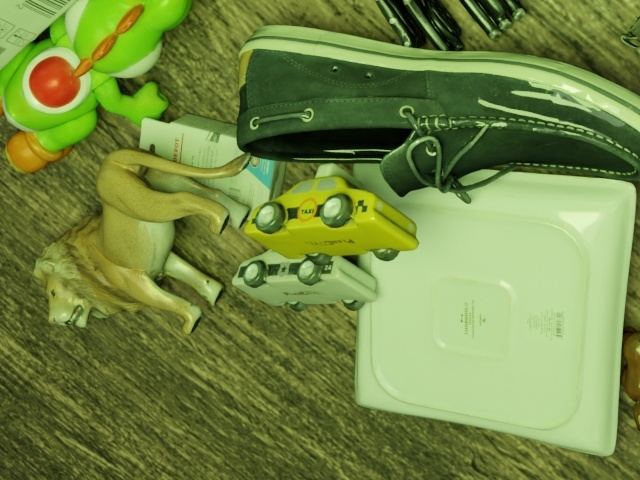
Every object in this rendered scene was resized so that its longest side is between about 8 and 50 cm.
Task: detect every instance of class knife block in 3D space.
[{"bbox_3d":[0.112,-0.343,1.080,0.242,0.088,0.275,9,111,14],"label":"knife block"}]

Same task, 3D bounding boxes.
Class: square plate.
[{"bbox_3d":[0.190,0.083,1.198,0.344,0.049,0.347,8,111,26],"label":"square plate"}]

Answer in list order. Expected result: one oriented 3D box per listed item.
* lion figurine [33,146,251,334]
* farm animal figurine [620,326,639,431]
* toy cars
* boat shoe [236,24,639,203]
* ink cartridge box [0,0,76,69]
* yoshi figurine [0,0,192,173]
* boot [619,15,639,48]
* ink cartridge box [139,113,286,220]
[{"bbox_3d":[-0.230,-0.016,1.242,0.240,0.142,0.392,29,132,4],"label":"lion figurine"},{"bbox_3d":[0.503,0.151,1.082,0.330,0.172,0.327,22,114,9],"label":"farm animal figurine"},{"bbox_3d":[0.000,0.000,1.148,0.176,0.393,0.087,15,70,-4],"label":"toy cars"},{"bbox_3d":[0.128,-0.119,1.085,0.500,0.187,0.156,12,79,19],"label":"boat shoe"},{"bbox_3d":[-0.396,-0.399,1.175,0.308,0.091,0.385,-34,59,25],"label":"ink cartridge box"},{"bbox_3d":[-0.274,-0.243,1.223,0.362,0.203,0.203,-29,64,37],"label":"yoshi figurine"},{"bbox_3d":[0.471,-0.235,1.006,0.229,0.091,0.263,47,109,6],"label":"boot"},{"bbox_3d":[-0.138,-0.098,1.262,0.180,0.060,0.104,15,114,12],"label":"ink cartridge box"}]
